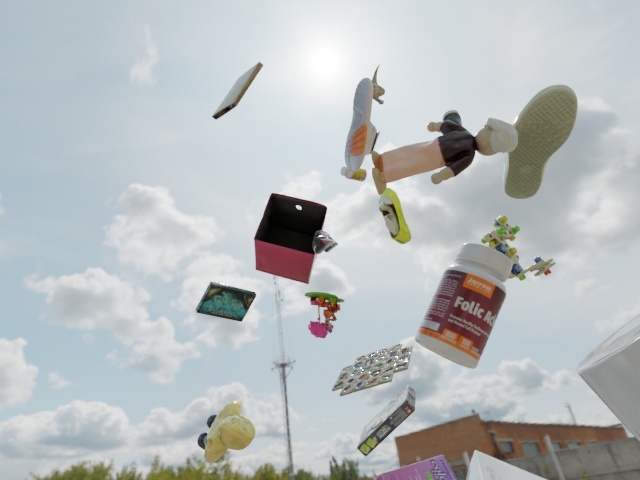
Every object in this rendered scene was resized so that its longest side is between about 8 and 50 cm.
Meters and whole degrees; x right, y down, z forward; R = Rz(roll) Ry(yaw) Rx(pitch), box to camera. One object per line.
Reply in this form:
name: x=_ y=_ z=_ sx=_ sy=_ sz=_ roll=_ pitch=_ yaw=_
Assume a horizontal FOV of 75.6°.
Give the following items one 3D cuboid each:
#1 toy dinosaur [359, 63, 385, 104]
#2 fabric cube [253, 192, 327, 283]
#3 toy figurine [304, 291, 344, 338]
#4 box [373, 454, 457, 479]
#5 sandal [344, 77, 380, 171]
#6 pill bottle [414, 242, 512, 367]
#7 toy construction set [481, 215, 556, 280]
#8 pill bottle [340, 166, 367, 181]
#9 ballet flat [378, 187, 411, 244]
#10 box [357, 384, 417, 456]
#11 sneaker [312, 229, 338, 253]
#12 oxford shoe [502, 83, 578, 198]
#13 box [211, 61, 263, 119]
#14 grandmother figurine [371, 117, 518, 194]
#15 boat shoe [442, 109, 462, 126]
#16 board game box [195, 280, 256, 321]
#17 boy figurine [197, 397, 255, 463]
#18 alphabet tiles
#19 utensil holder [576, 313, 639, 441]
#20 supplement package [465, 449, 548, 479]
toy dinosaur: x=0.184 y=-0.543 z=1.476 sx=0.093 sy=0.183 sz=0.053 roll=-3 pitch=-24 yaw=-2
fabric cube: x=-0.126 y=-0.007 z=1.770 sx=0.254 sy=0.259 sz=0.258 roll=14 pitch=-33 yaw=3
toy figurine: x=0.013 y=0.291 z=1.560 sx=0.173 sy=0.159 sz=0.130 roll=20 pitch=-24 yaw=-36
box: x=0.232 y=0.725 z=1.144 sx=0.243 sy=0.117 sz=0.213 roll=4 pitch=-51 yaw=-33
sandal: x=0.136 y=-0.326 z=1.193 sx=0.076 sy=0.102 sz=0.265 roll=-1 pitch=-69 yaw=-27
pill bottle: x=0.510 y=0.222 z=1.449 sx=0.224 sy=0.392 sz=0.224 roll=26 pitch=-11 yaw=6
toy construction set: x=0.846 y=0.049 z=1.809 sx=0.215 sy=0.327 sz=0.151 roll=-25 pitch=-26 yaw=-34
pill bottle: x=0.108 y=-0.219 z=1.347 sx=0.083 sy=0.043 sz=0.043 roll=6 pitch=-36 yaw=-30
ballet flat: x=0.239 y=-0.091 z=1.398 sx=0.077 sy=0.231 sz=0.077 roll=7 pitch=-35 yaw=-37
box: x=0.194 y=0.518 z=1.192 sx=0.207 sy=0.036 sz=0.114 roll=-50 pitch=-9 yaw=14
sneaker: x=0.000 y=0.000 z=1.459 sx=0.072 sy=0.077 sz=0.178 roll=-41 pitch=-12 yaw=7
oxford shoe: x=0.677 y=-0.313 z=1.313 sx=0.169 sy=0.130 sz=0.449 roll=11 pitch=-29 yaw=17
box: x=-0.290 y=-0.521 z=1.440 sx=0.021 sy=0.201 sz=0.164 roll=39 pitch=-26 yaw=-30
grandmother figurine: x=0.301 y=-0.220 z=1.022 sx=0.342 sy=0.207 sz=0.104 roll=-11 pitch=-27 yaw=21
boat shoe: x=0.549 y=-0.412 z=1.677 sx=0.095 sy=0.079 sz=0.254 roll=-9 pitch=-35 yaw=14
board game box: x=-0.341 y=0.224 z=1.502 sx=0.186 sy=0.026 sz=0.126 roll=20 pitch=-74 yaw=-37
boy figurine: x=-0.256 y=0.517 z=1.133 sx=0.092 sy=0.177 sz=0.285 roll=34 pitch=-38 yaw=-12
alphabet tiles: x=0.215 y=0.528 z=1.702 sx=0.343 sy=0.011 sz=0.285 roll=-25 pitch=6 yaw=24
utensil holder: x=0.743 y=0.304 z=0.744 sx=0.328 sy=0.385 sz=0.327 roll=-29 pitch=-26 yaw=-16
supplement package: x=0.378 y=0.506 z=0.661 sx=0.293 sy=0.175 sz=0.177 roll=16 pitch=-3 yaw=18
